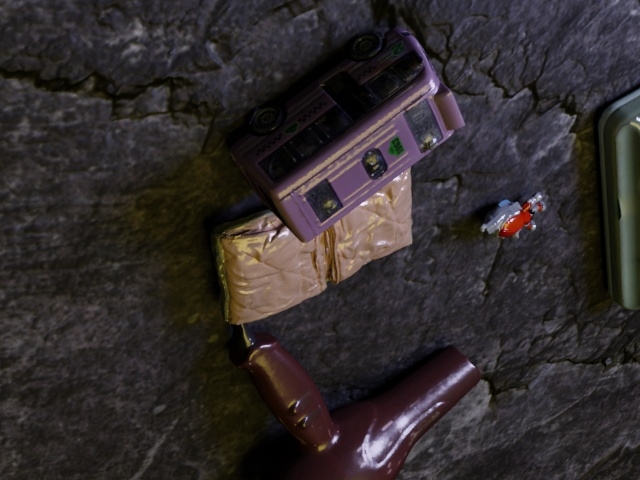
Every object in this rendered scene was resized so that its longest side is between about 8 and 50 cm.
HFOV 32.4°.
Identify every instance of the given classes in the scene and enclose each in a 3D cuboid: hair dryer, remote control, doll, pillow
[{"bbox_3d":[0.013,0.155,1.222,0.312,0.123,0.340,-41,127,-15],"label":"hair dryer"},{"bbox_3d":[0.404,-0.047,1.328,0.128,0.065,0.335,-28,136,-9],"label":"remote control"},{"bbox_3d":[0.211,-0.025,1.232,0.114,0.039,0.057,-10,163,-45],"label":"doll"},{"bbox_3d":[0.000,0.000,1.099,0.232,0.043,0.126,-25,137,-25],"label":"pillow"}]

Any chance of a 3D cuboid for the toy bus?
[{"bbox_3d":[0.027,-0.096,0.994,0.199,0.108,0.096,-37,137,-4],"label":"toy bus"}]
